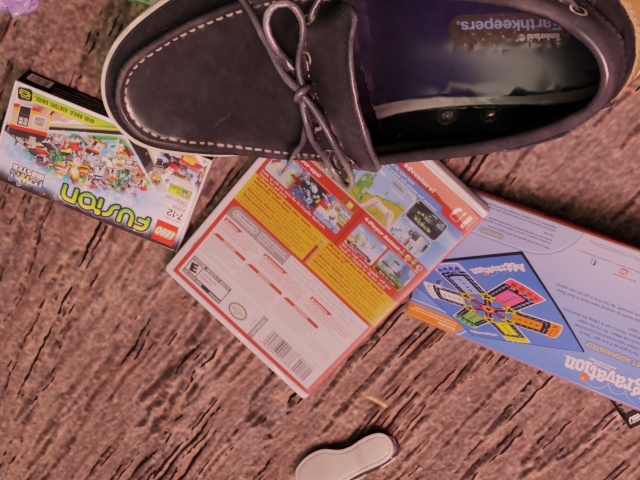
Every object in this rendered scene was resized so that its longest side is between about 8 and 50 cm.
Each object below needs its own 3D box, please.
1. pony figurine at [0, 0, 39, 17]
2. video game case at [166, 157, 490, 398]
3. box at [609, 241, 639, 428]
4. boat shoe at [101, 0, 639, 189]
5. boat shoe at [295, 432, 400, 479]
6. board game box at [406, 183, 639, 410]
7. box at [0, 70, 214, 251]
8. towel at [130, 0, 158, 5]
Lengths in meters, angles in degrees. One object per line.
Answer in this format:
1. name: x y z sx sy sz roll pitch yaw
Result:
1. pony figurine: -0.414 -0.261 0.910 0.363 0.303 0.351 -7 95 3
2. video game case: 0.000 0.000 1.091 0.204 0.025 0.285 43 113 1
3. box: 0.347 0.079 1.081 0.180 0.077 0.147 -32 107 20
4. boat shoe: 0.023 -0.147 0.921 0.500 0.156 0.187 -2 120 20
5. boat shoe: 0.031 0.249 1.219 0.125 0.038 0.046 -28 66 17
6. board game box: 0.230 0.055 1.037 0.281 0.027 0.145 22 104 23
7. box: -0.219 -0.079 1.097 0.207 0.036 0.114 22 116 -4
8. towel: -0.095 -0.319 0.973 0.324 0.038 0.248 14 116 -1
